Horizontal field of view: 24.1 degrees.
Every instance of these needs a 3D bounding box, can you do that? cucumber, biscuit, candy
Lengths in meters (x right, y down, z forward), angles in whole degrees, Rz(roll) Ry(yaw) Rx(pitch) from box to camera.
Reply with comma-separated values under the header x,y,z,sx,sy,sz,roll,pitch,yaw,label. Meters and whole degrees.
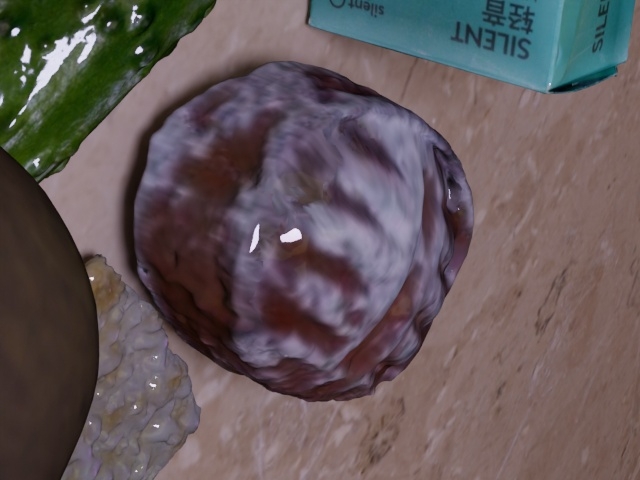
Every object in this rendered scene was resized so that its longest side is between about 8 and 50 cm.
x,y,z,sx,sy,sz,roll,pitch,yaw,label
-0.163,-0.087,0.767,0.244,0.134,0.134,-51,146,-7,cucumber
-0.151,0.130,0.974,0.188,0.040,0.265,-14,121,-52,biscuit
0.000,0.000,1.015,0.289,0.157,0.214,26,91,-58,candy

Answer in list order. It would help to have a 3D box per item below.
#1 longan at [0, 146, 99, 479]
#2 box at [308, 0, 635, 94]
x,y,z,sx,sy,sz,roll,pitch,yaw,label
-0.224,0.078,0.638,0.300,0.243,0.300,-23,134,-25,longan
0.110,-0.268,0.979,0.118,0.205,0.311,-24,128,-46,box
